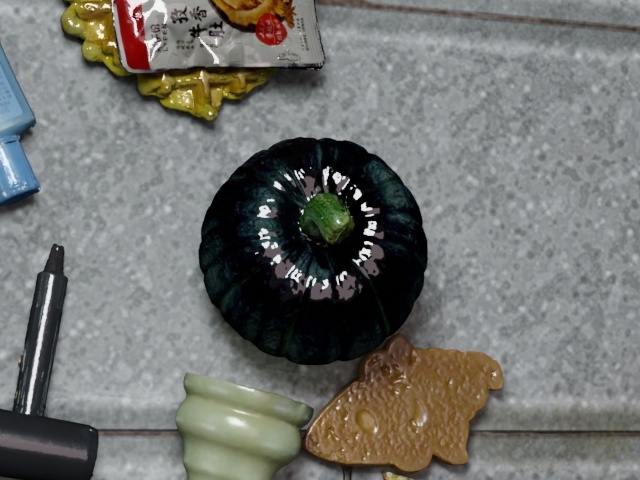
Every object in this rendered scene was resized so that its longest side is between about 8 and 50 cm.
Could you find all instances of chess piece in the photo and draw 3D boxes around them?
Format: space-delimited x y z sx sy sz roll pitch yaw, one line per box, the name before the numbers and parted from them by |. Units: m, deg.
chess piece | -0.108 0.275 1.593 0.144 0.144 0.251 19 80 -14

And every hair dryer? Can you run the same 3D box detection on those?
hair dryer | -0.279 0.127 1.604 0.128 0.070 0.255 14 72 -15

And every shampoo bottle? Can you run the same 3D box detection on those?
shampoo bottle | -0.370 -0.160 1.621 0.103 0.061 0.258 -23 88 -20

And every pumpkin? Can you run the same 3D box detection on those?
pumpkin | 0.000 0.000 1.614 0.248 0.248 0.248 3 80 -17

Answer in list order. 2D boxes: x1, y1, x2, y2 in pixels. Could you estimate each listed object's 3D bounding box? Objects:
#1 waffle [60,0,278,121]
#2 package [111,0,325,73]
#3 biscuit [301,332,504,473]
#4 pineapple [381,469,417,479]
waffle | -0.146 -0.289 1.716 0.281 0.058 0.301 18 76 -15
package | -0.111 -0.257 1.675 0.239 0.030 0.154 -4 83 -21
biscuit | 0.092 0.188 1.720 0.250 0.035 0.162 -17 81 -20
pineapple | 0.103 0.288 1.716 0.083 0.019 0.045 16 70 -13
